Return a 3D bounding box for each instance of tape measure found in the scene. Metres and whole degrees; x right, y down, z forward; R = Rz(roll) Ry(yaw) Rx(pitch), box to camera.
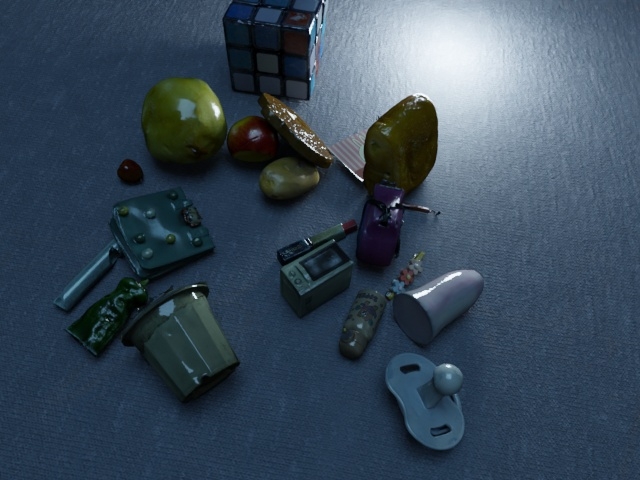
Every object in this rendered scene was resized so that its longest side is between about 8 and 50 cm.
[{"bbox_3d":[0.201,-0.041,1.818,0.149,0.245,0.232,12,39,2],"label":"tape measure"}]

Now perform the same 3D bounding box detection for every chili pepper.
[{"bbox_3d":[-0.617,0.209,1.672,0.136,0.099,0.270,19,58,39],"label":"chili pepper"}]

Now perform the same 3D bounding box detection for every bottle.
[{"bbox_3d":[0.121,0.252,1.689,0.097,0.110,0.209,0,48,35],"label":"bottle"}]

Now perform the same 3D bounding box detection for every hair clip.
[{"bbox_3d":[0.285,0.114,1.834,0.062,0.056,0.214,47,58,-13],"label":"hair clip"}]

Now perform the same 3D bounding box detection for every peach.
[{"bbox_3d":[-0.482,-0.426,2.005,0.281,0.315,0.315,6,17,-44],"label":"peach"},{"bbox_3d":[-0.243,-0.354,2.036,0.190,0.190,0.193,-19,60,-17],"label":"peach"}]

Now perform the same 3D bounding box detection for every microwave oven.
[{"bbox_3d":[-0.017,0.113,1.742,0.204,0.163,0.129,-29,63,-23],"label":"microwave oven"}]

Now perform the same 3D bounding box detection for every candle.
[{"bbox_3d":[0.350,-0.115,2.018,0.167,0.021,0.026,16,35,7],"label":"candle"}]

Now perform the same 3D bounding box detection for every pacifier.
[{"bbox_3d":[0.319,0.415,1.529,0.238,0.226,0.287,-1,54,-28],"label":"pacifier"}]

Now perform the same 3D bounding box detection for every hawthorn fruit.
[{"bbox_3d":[-0.675,-0.242,1.997,0.093,0.081,0.081,34,54,-16],"label":"hawthorn fruit"}]

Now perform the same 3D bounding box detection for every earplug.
[{"bbox_3d":[0.392,0.180,1.745,0.301,0.172,0.172,-26,61,-29],"label":"earplug"}]

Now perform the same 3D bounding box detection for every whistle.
[{"bbox_3d":[-0.712,0.093,1.764,0.062,0.062,0.312,27,58,14],"label":"whistle"}]

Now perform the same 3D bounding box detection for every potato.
[{"bbox_3d":[-0.113,-0.223,1.985,0.233,0.146,0.151,-19,88,-39],"label":"potato"}]

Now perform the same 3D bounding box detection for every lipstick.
[{"bbox_3d":[0.000,0.000,1.891,0.312,0.051,0.051,-25,59,-21],"label":"lipstick"}]

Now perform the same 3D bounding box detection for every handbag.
[{"bbox_3d":[-0.515,-0.038,1.807,0.274,0.100,0.269,-22,69,-31],"label":"handbag"}]

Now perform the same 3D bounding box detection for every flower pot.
[{"bbox_3d":[-0.372,0.292,1.543,0.290,0.290,0.259,-30,74,-23],"label":"flower pot"}]

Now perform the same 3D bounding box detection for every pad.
[{"bbox_3d":[0.193,-0.344,2.138,0.299,0.005,0.202,-30,67,-32],"label":"pad"}]

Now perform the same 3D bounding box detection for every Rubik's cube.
[{"bbox_3d":[-0.177,-0.822,2.268,0.361,0.363,0.359,10,53,1],"label":"Rubik's cube"}]

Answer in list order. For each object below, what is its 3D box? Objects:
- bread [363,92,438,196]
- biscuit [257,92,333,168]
[{"bbox_3d":[0.298,-0.320,1.967,0.148,0.328,0.337,31,55,30],"label":"bread"},{"bbox_3d":[-0.105,-0.402,2.044,0.063,0.314,0.367,-47,59,19],"label":"biscuit"}]
